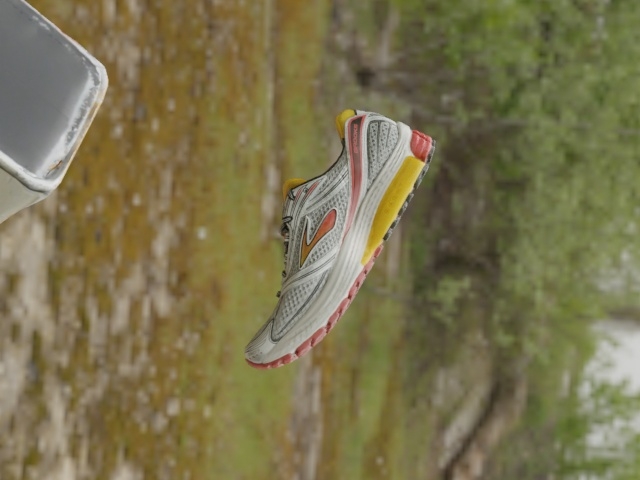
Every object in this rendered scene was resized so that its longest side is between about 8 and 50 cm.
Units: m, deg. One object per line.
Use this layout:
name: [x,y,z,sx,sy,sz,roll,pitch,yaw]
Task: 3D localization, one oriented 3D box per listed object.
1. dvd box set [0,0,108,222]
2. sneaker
dvd box set: [-0.311,-0.056,0.630,0.420,0.307,0.062,-29,-151,46]
sneaker: [0.000,0.000,1.313,0.225,0.092,0.088,-60,178,-4]
